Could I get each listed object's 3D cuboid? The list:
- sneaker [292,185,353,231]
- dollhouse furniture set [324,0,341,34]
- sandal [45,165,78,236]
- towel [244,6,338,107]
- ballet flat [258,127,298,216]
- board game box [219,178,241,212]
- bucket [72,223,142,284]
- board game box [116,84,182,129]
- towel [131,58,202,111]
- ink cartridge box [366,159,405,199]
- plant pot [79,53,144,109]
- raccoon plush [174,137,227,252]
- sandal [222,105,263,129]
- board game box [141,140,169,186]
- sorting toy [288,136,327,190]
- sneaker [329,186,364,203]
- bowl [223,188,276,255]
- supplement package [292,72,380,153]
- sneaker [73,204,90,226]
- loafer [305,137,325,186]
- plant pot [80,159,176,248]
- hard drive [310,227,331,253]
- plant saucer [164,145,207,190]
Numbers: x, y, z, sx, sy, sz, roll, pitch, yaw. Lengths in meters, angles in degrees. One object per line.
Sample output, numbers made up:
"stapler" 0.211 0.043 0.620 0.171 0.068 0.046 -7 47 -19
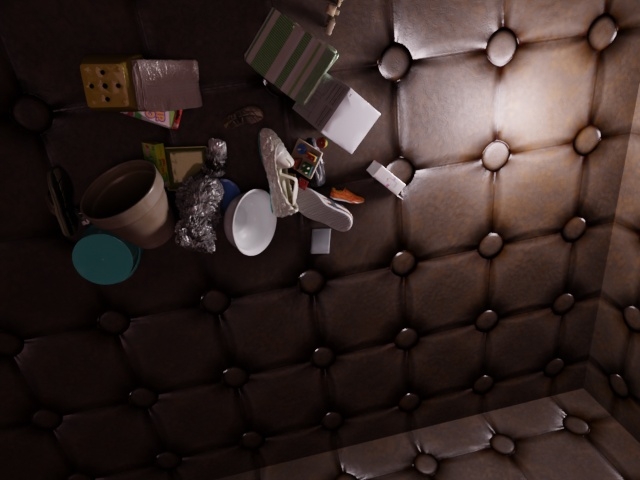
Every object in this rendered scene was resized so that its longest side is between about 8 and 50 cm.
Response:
"sneaker" 0.007 -0.147 2.030 0.321 0.127 0.126 33 105 3
"dollhouse furniture set" 0.010 -0.915 1.682 0.123 0.144 0.151 19 123 -14
"sandal" -1.096 -0.156 1.800 0.086 0.120 0.303 4 114 2
"towel" -0.123 -0.726 1.709 0.324 0.038 0.248 37 103 4
"ballet flat" -0.167 -0.295 1.897 0.146 0.147 0.409 -11 117 -6
"board game box" -0.443 -0.206 1.953 0.133 0.033 0.169 30 112 -24
"bucket" -0.922 0.047 1.883 0.280 0.183 0.281 -4 115 -8
"board game box" -0.696 -0.546 1.750 0.259 0.039 0.124 14 110 -20
"towel" -0.580 -0.597 1.656 0.282 0.049 0.187 -26 125 -45
"ink cartridge box" 0.320 -0.284 2.027 0.198 0.115 0.067 35 103 -24
"plant pot" -0.771 -0.576 1.600 0.212 0.187 0.212 -4 113 -8
"raccoon plush" -0.495 -0.165 1.757 0.216 0.299 0.447 2 125 -14
"sandal" -0.328 -0.522 1.830 0.180 0.049 0.072 -16 111 12
"board game box" -0.692 -0.320 1.816 0.043 0.092 0.182 -30 128 -48
"sorting toy" -0.080 -0.351 1.907 0.132 0.046 0.275 35 119 14
"sneaker" 0.132 -0.214 2.050 0.175 0.064 0.068 10 101 -18
"bowl" -0.338 -0.089 1.934 0.134 0.298 0.298 11 119 30
"supplement package" 0.060 -0.526 1.755 0.199 0.263 0.198 24 109 -43
"sneaker" -0.952 -0.160 1.843 0.234 0.078 0.106 -32 118 6
"loafer" -0.023 -0.355 1.956 0.078 0.076 0.223 -26 113 -43
"plant pot" -0.742 -0.121 1.763 0.323 0.323 0.280 -25 140 0
"hard drive" 0.000 0.000 2.139 0.094 0.022 0.135 -1 114 -11
"plant saucer" -0.575 -0.316 1.869 0.188 0.045 0.188 -5 114 -10
